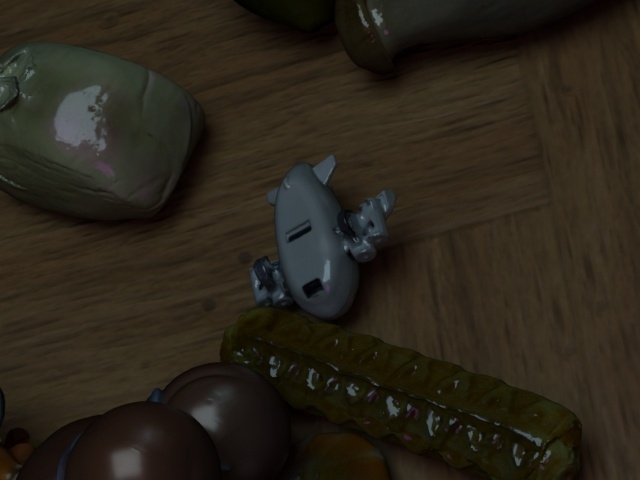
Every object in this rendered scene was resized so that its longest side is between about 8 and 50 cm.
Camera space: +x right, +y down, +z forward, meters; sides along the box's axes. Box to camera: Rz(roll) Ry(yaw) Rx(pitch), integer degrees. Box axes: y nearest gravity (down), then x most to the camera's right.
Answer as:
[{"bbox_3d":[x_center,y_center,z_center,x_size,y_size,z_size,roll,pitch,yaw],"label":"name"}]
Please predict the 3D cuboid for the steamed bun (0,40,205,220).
[{"bbox_3d":[-0.249,-0.121,1.891,0.238,0.152,0.170,11,67,30],"label":"steamed bun"}]

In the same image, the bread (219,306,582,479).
[{"bbox_3d":[0.065,0.138,1.658,0.367,0.077,0.084,17,99,31],"label":"bread"}]

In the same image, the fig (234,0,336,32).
[{"bbox_3d":[-0.036,-0.320,1.920,0.203,0.203,0.225,-20,90,10],"label":"fig"}]

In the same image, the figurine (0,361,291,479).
[{"bbox_3d":[-0.245,0.197,1.636,0.388,0.276,0.248,18,107,18],"label":"figurine"}]

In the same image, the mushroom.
[{"bbox_3d":[0.178,-0.262,1.825,0.350,0.128,0.128,-19,56,16],"label":"mushroom"}]

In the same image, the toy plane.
[{"bbox_3d":[-0.002,-0.001,1.768,0.174,0.080,0.174,-18,59,32],"label":"toy plane"}]

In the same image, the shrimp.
[{"bbox_3d":[-0.012,0.276,1.621,0.150,0.068,0.249,-12,49,25],"label":"shrimp"}]
